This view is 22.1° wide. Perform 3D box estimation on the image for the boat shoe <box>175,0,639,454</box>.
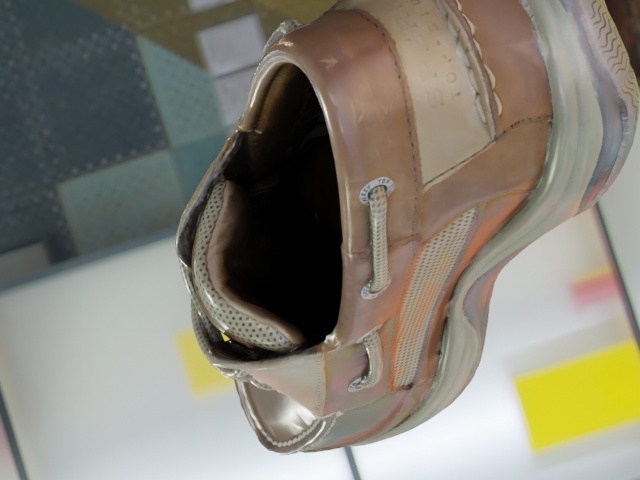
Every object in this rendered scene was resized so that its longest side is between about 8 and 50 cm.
[{"bbox_3d":[0.000,0.000,0.610,0.123,0.116,0.324,62,155,22],"label":"boat shoe"}]
